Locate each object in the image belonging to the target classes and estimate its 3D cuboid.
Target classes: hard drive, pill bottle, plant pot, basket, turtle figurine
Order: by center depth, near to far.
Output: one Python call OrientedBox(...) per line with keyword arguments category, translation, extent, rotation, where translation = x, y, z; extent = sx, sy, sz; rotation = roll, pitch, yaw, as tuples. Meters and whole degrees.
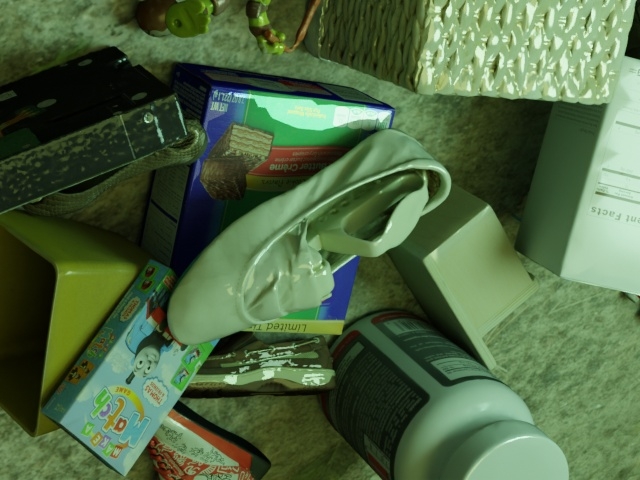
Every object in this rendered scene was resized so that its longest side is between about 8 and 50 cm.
OrientedBox(category="turtle figurine", translation=(-0.092, -0.312, 1.322), extent=(0.217, 0.087, 0.269), rotation=(-36, 134, -48))
OrientedBox(category="hard drive", translation=(-0.339, -0.106, 1.360), extent=(0.339, 0.237, 0.064), rotation=(-23, 119, -18))
OrientedBox(category="plant pot", translation=(-0.296, 0.084, 1.492), extent=(0.187, 0.212, 0.212), rotation=(-5, 113, -41))
OrientedBox(category="basket", translation=(0.196, -0.345, 1.522), extent=(0.328, 0.266, 0.331), rotation=(-1, 112, -28))
OrientedBox(category="pill bottle", translation=(0.160, 0.255, 1.690), extent=(0.210, 0.363, 0.210), rotation=(-10, 115, -23))

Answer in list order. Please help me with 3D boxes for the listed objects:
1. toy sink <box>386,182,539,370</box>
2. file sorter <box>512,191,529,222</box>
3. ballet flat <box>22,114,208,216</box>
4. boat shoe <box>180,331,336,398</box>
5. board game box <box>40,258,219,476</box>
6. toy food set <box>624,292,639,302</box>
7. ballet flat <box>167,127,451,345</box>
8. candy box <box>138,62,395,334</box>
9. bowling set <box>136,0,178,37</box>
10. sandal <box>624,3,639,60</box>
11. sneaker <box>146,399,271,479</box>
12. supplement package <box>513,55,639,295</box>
OrientedBox(category="toy sink", translation=(0.203, 0.042, 1.752), extent=(0.131, 0.153, 0.234), rotation=(-39, 122, -9))
OrientedBox(category="file sorter", translation=(0.381, -0.067, 1.819), extent=(0.104, 0.118, 0.170), rotation=(32, 94, -30))
OrientedBox(category="ballet flat", translation=(-0.251, -0.093, 1.452), extent=(0.250, 0.084, 0.058), rotation=(-16, 158, 16))
OrientedBox(category="boat shoe", translation=(-0.104, 0.163, 1.695), extent=(0.257, 0.095, 0.095), rotation=(3, 74, -28))
OrientedBox(category="board game box", translation=(-0.213, 0.150, 1.443), extent=(0.211, 0.039, 0.160), rotation=(-55, 146, -17))
OrientedBox(category="toy food set", translation=(0.550, 0.082, 1.961), extent=(0.104, 0.111, 0.232), rotation=(-48, 155, -2))
OrientedBox(category="ballet flat", translation=(0.000, 0.000, 1.458), extent=(0.400, 0.139, 0.139), rotation=(-37, 123, -26))
OrientedBox(category="candy box", translation=(-0.076, -0.045, 1.588), extent=(0.268, 0.122, 0.317), rotation=(3, 110, -30))
OrientedBox(category="bowling set", translation=(-0.163, -0.323, 1.409), extent=(0.287, 0.154, 0.200), rotation=(-21, 118, -18))
OrientedBox(category="sandal", translation=(0.473, -0.240, 1.828), extent=(0.060, 0.090, 0.219), rotation=(-7, 108, -48))
OrientedBox(category="sneaker", translation=(-0.199, 0.303, 1.689), extent=(0.270, 0.090, 0.145), rotation=(38, 88, -36))
OrientedBox(category="supplement package", translation=(0.401, -0.091, 1.661), extent=(0.175, 0.177, 0.293), rotation=(12, 99, -14))
